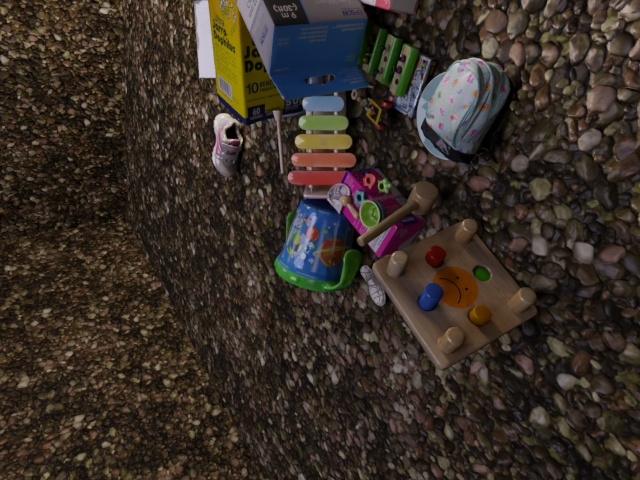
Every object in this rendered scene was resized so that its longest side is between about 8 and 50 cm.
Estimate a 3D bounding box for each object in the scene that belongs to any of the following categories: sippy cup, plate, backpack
[{"bbox_3d":[0.000,0.000,1.346,0.305,0.240,0.224,19,108,18],"label":"sippy cup"},{"bbox_3d":[0.287,-0.271,1.000,0.188,0.024,0.188,25,122,49],"label":"plate"},{"bbox_3d":[0.283,-0.257,0.890,0.152,0.115,0.182,55,137,31],"label":"backpack"}]

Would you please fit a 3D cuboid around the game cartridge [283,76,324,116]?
[{"bbox_3d":[-0.093,-0.490,1.442,0.297,0.062,0.198,14,108,52],"label":"game cartridge"}]

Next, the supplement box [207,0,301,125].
[{"bbox_3d":[-0.175,-0.538,1.272,0.195,0.194,0.357,46,147,37],"label":"supplement box"}]

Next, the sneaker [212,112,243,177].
[{"bbox_3d":[-0.366,-0.372,1.824,0.111,0.103,0.252,25,122,51],"label":"sneaker"}]

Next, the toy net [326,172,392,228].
[{"bbox_3d":[0.079,-0.109,1.135,0.232,0.045,0.122,20,116,49],"label":"toy net"}]

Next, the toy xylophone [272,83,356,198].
[{"bbox_3d":[-0.017,-0.273,1.294,0.081,0.236,0.323,-66,-31,-70],"label":"toy xylophone"}]

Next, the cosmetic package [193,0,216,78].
[{"bbox_3d":[-0.283,-0.638,1.480,0.138,0.224,0.225,7,110,19],"label":"cosmetic package"}]

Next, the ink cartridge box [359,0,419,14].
[{"bbox_3d":[0.133,-0.622,1.040,0.218,0.092,0.159,44,134,41],"label":"ink cartridge box"}]

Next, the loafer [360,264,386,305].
[{"bbox_3d":[0.157,0.127,1.316,0.045,0.039,0.125,-30,77,20],"label":"loafer"}]

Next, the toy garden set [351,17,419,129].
[{"bbox_3d":[0.123,-0.411,1.130,0.244,0.049,0.204,55,141,42],"label":"toy garden set"}]

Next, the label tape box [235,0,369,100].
[{"bbox_3d":[-0.034,-0.504,1.027,0.348,0.249,0.115,65,151,10],"label":"label tape box"}]

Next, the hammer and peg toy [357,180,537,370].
[{"bbox_3d":[0.243,0.064,0.972,0.361,0.266,0.127,57,159,25],"label":"hammer and peg toy"}]

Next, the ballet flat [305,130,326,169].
[{"bbox_3d":[-0.012,-0.297,1.386,0.070,0.070,0.188,-12,88,56],"label":"ballet flat"}]

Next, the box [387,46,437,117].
[{"bbox_3d":[0.210,-0.368,1.071,0.094,0.027,0.137,46,136,37],"label":"box"}]

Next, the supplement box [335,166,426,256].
[{"bbox_3d":[0.147,-0.078,1.187,0.220,0.111,0.114,54,138,28],"label":"supplement box"}]
